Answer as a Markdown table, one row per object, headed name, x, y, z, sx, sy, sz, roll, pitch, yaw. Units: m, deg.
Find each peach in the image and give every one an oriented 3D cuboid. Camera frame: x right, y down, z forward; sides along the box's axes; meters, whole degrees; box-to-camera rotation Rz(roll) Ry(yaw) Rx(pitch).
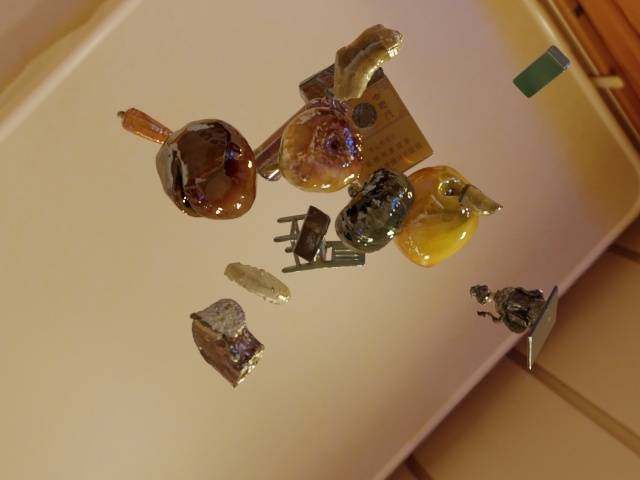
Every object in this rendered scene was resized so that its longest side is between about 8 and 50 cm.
| name | x | y | z | sx | sy | sz | roll | pitch | yaw |
| --- | --- | --- | --- | --- | --- | --- | --- | --- | --- |
| peach | 0.352 | -0.077 | 2.315 | 0.308 | 0.288 | 0.289 | -57 | -169 | 45 |

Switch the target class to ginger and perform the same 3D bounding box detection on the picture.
| name | x | y | z | sx | sy | sz | roll | pitch | yaw |
| --- | --- | --- | --- | --- | --- | --- | --- | --- | --- |
| ginger | 0.087 | -0.364 | 1.464 | 0.190 | 0.095 | 0.069 | -41 | 165 | 23 |

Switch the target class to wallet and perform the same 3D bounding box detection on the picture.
| name | x | y | z | sx | sy | sz | roll | pitch | yaw |
| --- | --- | --- | --- | --- | --- | --- | --- | --- | --- |
| wallet | -0.025 | -0.017 | 2.067 | 0.018 | 0.082 | 0.157 | -14 | 131 | -57 |

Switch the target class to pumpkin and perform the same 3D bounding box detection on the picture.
| name | x | y | z | sx | sy | sz | roll | pitch | yaw |
| --- | --- | --- | --- | --- | --- | --- | --- | --- | --- |
| pumpkin | 0.120 | -0.070 | 1.626 | 0.212 | 0.152 | 0.211 | -61 | -175 | 8 |

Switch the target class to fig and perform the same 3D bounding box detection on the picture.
| name | x | y | z | sx | sy | sz | roll | pitch | yaw |
| --- | --- | --- | --- | --- | --- | --- | --- | --- | --- |
| fig | -0.034 | -0.154 | 1.359 | 0.257 | 0.159 | 0.159 | -8 | -136 | 53 |

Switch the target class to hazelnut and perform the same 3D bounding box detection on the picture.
| name | x | y | z | sx | sy | sz | roll | pitch | yaw |
| --- | --- | --- | --- | --- | --- | --- | --- | --- | --- |
| hazelnut | -0.238 | -0.154 | 1.562 | 0.251 | 0.217 | 0.217 | 24 | -110 | 41 |

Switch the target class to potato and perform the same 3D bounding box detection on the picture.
| name | x | y | z | sx | sy | sz | roll | pitch | yaw |
| --- | --- | --- | --- | --- | --- | --- | --- | --- | --- |
| potato | 0.442 | -0.098 | 1.981 | 0.066 | 0.096 | 0.103 | -59 | -143 | 12 |

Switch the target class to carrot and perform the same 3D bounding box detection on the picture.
| name | x | y | z | sx | sy | sz | roll | pitch | yaw |
| --- | --- | --- | --- | --- | --- | --- | --- | --- | --- |
| carrot | -0.392 | -0.258 | 1.811 | 0.061 | 0.256 | 0.061 | -53 | -161 | 26 |

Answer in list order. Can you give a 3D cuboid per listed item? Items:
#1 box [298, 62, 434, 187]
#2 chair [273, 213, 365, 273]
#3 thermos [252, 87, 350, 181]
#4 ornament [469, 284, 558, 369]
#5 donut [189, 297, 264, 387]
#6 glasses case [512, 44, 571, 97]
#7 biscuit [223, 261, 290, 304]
| name | x | y | z | sx | sy | sz | roll | pitch | yaw |
| --- | --- | --- | --- | --- | --- | --- | --- | --- | --- |
| box | 0.140 | -0.382 | 2.310 | 0.264 | 0.415 | 0.116 | -31 | 179 | -1 |
| chair | 0.000 | 0.000 | 2.279 | 0.270 | 0.147 | 0.136 | -6 | -148 | 9 |
| thermos | -0.036 | -0.278 | 1.928 | 0.330 | 0.136 | 0.109 | -35 | -169 | 36 |
| ornament | 0.447 | 0.167 | 1.719 | 0.196 | 0.153 | 0.166 | 24 | -119 | 28 |
| donut | -0.221 | 0.235 | 1.706 | 0.126 | 0.186 | 0.144 | -41 | 172 | -41 |
| glasses case | 0.634 | -0.483 | 2.072 | 0.039 | 0.078 | 0.184 | -45 | -178 | -23 |
| biscuit | -0.188 | 0.156 | 2.478 | 0.179 | 0.281 | 0.084 | 32 | -88 | 35 |
